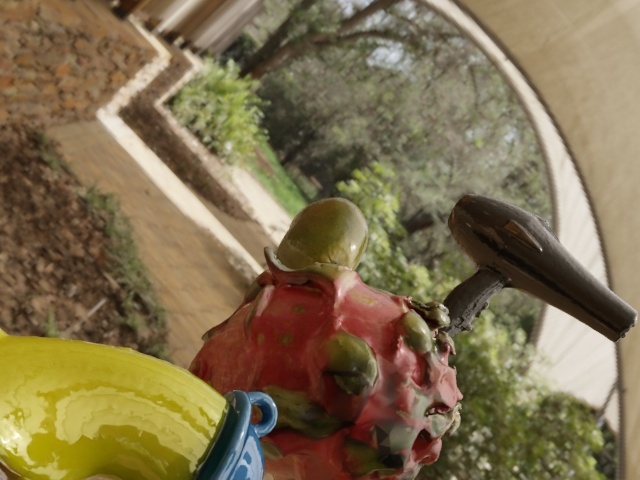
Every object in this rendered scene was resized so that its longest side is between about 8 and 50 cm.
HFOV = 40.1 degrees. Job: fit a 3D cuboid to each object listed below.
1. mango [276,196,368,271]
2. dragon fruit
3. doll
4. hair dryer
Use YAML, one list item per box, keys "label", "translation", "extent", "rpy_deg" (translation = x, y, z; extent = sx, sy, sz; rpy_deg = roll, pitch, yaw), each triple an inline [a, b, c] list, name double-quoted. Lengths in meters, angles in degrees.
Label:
- label: "mango"
  translation: [0.002, -0.001, 1.122]
  extent: [0.085, 0.122, 0.191]
  rpy_deg: [42, 28, -22]
- label: "dragon fruit"
  translation: [-0.004, 0.148, 0.911]
  extent: [0.237, 0.302, 0.231]
  rpy_deg: [46, 41, -45]
- label: "doll"
  translation: [-0.197, 0.135, 0.576]
  extent: [0.145, 0.363, 0.199]
  rpy_deg: [174, -88, -65]
- label: "hair dryer"
  translation: [0.229, 0.117, 1.234]
  extent: [0.303, 0.359, 0.120]
  rpy_deg: [42, -14, 23]
